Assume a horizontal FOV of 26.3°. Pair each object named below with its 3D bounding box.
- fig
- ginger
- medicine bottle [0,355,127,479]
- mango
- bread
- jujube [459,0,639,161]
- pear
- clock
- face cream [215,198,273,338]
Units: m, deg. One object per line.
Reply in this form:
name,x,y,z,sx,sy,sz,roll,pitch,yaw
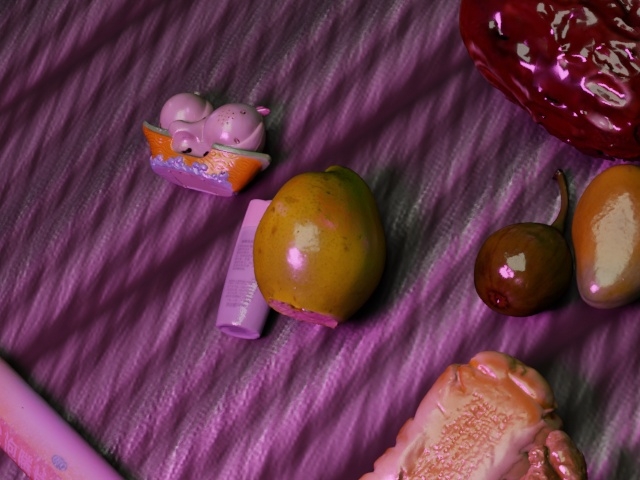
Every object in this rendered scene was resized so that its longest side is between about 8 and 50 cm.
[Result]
fig,0.283,-0.001,1.778,0.124,0.124,0.236,12,48,28
ginger,0.278,0.327,1.571,0.081,0.115,0.205,-37,73,50
medicine bottle,-0.390,0.284,1.917,0.426,0.108,0.108,36,83,34
mango,0.376,-0.003,1.724,0.130,0.092,0.194,20,70,16
bread,0.166,0.281,1.663,0.173,0.121,0.311,37,81,27
jujube,0.342,-0.264,1.781,0.258,0.258,0.376,-44,52,-1
pear,0.000,0.000,1.833,0.188,0.187,0.219,7,76,26
clock,-0.167,-0.148,2.027,0.231,0.103,0.144,15,71,26
face cream,-0.089,0.038,1.931,0.084,0.057,0.198,7,67,25
